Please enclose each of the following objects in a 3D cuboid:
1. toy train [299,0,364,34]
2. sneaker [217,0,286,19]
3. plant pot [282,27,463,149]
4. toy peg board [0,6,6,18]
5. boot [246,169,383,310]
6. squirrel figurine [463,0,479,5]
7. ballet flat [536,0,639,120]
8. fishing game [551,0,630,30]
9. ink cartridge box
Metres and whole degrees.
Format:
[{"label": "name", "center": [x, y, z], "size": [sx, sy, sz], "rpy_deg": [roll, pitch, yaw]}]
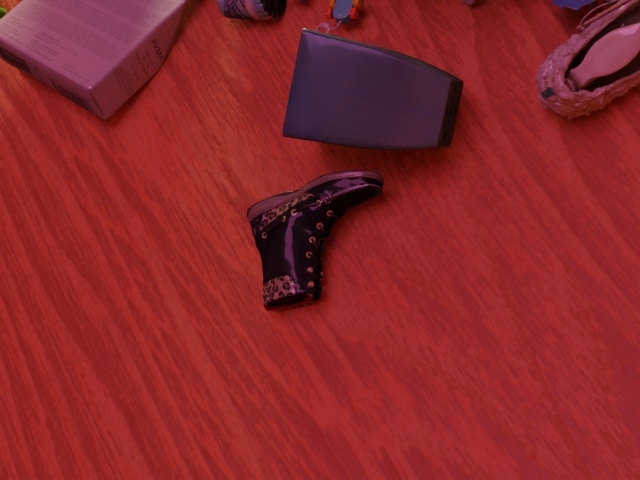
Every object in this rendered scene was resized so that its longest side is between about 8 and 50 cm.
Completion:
[{"label": "toy train", "center": [0.011, -0.411, 1.990], "size": [0.125, 0.046, 0.166], "rpy_deg": [-32, 56, 9]}, {"label": "sneaker", "center": [-0.127, -0.522, 2.063], "size": [0.122, 0.110, 0.283], "rpy_deg": [-4, 66, 26]}, {"label": "plant pot", "center": [0.089, -0.216, 1.777], "size": [0.234, 0.165, 0.166], "rpy_deg": [15, 100, 16]}, {"label": "toy peg board", "center": [-0.716, -0.457, 2.321], "size": [0.161, 0.079, 0.161], "rpy_deg": [-49, 56, 16]}, {"label": "boot", "center": [0.000, 0.001, 1.786], "size": [0.236, 0.085, 0.179], "rpy_deg": [-18, 63, 23]}, {"label": "squirrel figurine", "center": [0.188, -0.562, 1.835], "size": [0.281, 0.370, 0.397], "rpy_deg": [-55, 30, -6]}, {"label": "ballet flat", "center": [0.498, -0.310, 1.673], "size": [0.409, 0.147, 0.147], "rpy_deg": [-36, 58, 8]}, {"label": "fishing game", "center": [0.437, -0.409, 1.758], "size": [0.189, 0.041, 0.264], "rpy_deg": [-31, 31, 14]}, {"label": "ink cartridge box", "center": [-0.383, -0.429, 2.168], "size": [0.308, 0.091, 0.385], "rpy_deg": [30, 65, 32]}]
